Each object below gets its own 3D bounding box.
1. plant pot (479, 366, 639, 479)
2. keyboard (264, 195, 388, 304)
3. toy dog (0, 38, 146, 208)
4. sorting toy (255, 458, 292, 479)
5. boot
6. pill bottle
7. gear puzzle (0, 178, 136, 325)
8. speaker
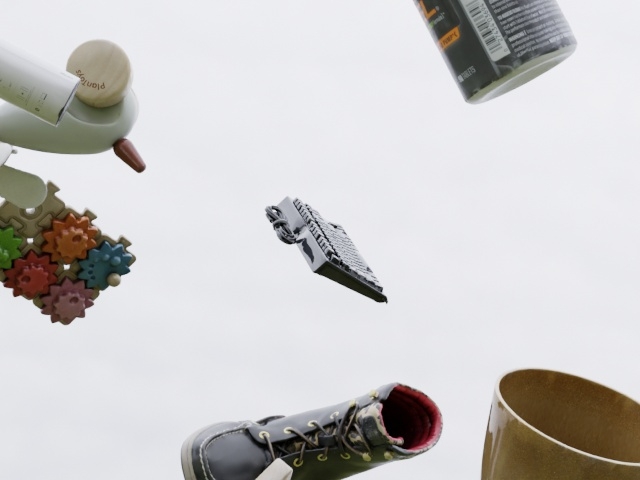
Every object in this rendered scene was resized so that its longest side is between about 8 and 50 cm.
[{"bbox_3d":[0.289,0.323,2.068,0.237,0.237,0.254,13,-70,-13],"label":"plant pot"},{"bbox_3d":[0.000,0.000,1.521,0.108,0.180,0.023,25,-78,-20],"label":"keyboard"},{"bbox_3d":[-0.351,-0.110,2.082,0.334,0.161,0.220,-30,-14,16],"label":"toy dog"},{"bbox_3d":[-0.115,0.430,1.995,0.089,0.255,0.257,36,-38,16],"label":"sorting toy"},{"bbox_3d":[-0.009,0.316,2.582,0.284,0.138,0.377,-23,-20,33],"label":"boot"},{"bbox_3d":[0.152,-0.273,1.693,0.130,0.245,0.130,-27,-5,-2],"label":"pill bottle"},{"bbox_3d":[-0.421,0.001,2.412,0.175,0.044,0.339,-43,-50,8],"label":"gear puzzle"},{"bbox_3d":[-0.307,-0.165,1.621,0.136,0.055,0.055,26,-32,-7],"label":"speaker"}]
